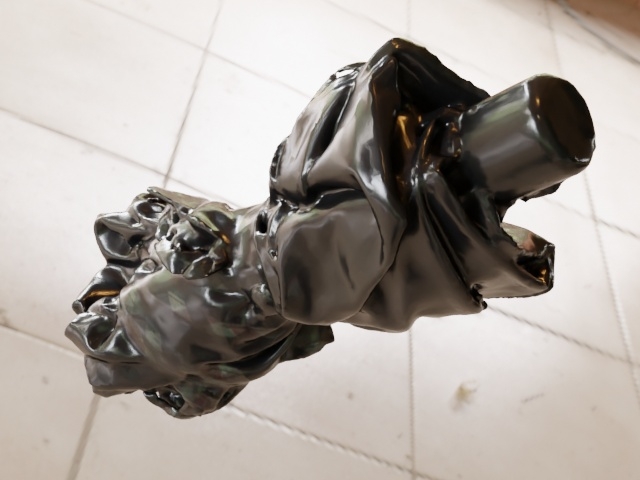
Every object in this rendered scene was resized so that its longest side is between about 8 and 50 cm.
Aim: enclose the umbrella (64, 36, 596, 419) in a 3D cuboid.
[{"bbox_3d":[0.000,0.001,0.488,0.110,0.272,0.122,-30,94,-52],"label":"umbrella"}]
